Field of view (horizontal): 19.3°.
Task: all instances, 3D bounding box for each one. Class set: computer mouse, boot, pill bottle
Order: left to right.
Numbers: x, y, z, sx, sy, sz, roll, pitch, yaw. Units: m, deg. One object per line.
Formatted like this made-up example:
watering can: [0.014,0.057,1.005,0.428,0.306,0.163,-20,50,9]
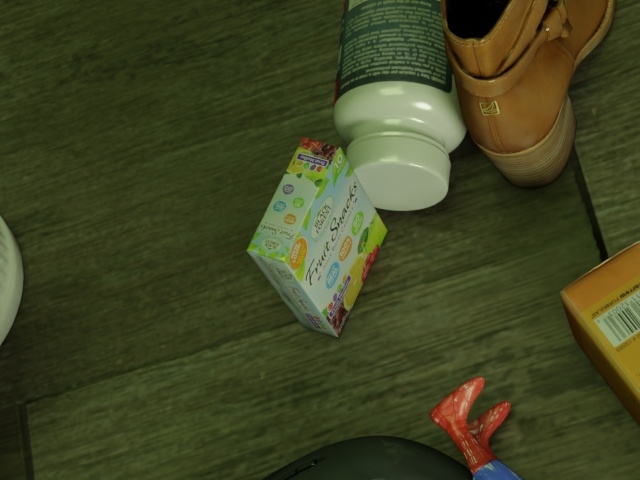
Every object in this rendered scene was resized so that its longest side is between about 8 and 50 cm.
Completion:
computer mouse: [-0.026,0.204,1.324,0.262,0.060,0.184,-13,22,13]
pill bottle: [0.065,-0.121,1.489,0.108,0.108,0.180,-4,62,18]
boot: [0.146,-0.204,1.437,0.109,0.220,0.283,5,65,22]

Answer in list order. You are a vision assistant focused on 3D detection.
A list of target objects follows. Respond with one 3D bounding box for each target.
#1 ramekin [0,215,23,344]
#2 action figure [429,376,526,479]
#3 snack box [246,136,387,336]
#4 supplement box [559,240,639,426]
ramekin: [-0.362,0.027,1.563,0.207,0.109,0.207,-8,61,15]
action figure: [0.203,0.195,1.282,0.139,0.091,0.280,-37,57,9]
snack box: [0.000,0.000,1.429,0.037,0.141,0.100,16,69,25]
supplement box: [0.263,0.114,1.314,0.080,0.078,0.233,-31,58,-2]
